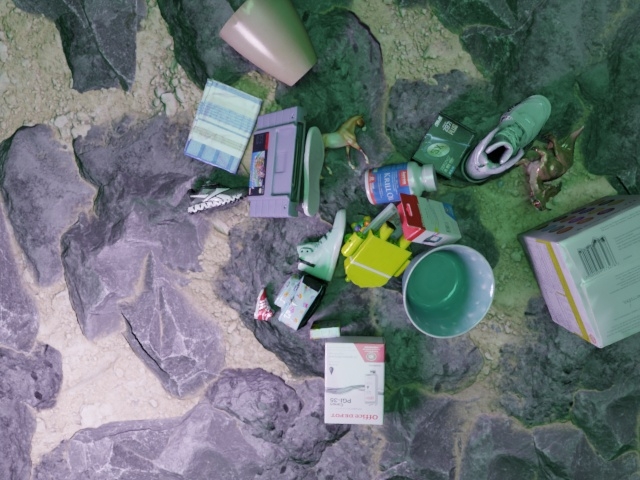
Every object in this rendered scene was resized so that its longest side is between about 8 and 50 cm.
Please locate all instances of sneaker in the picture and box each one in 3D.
[{"bbox_3d":[-0.075,-0.236,1.750,0.147,0.105,0.295,14,108,30],"label":"sneaker"},{"bbox_3d":[-0.191,0.226,1.846,0.067,0.042,0.118,13,101,6],"label":"sneaker"},{"bbox_3d":[0.000,0.000,1.798,0.151,0.094,0.255,16,93,5],"label":"sneaker"},{"bbox_3d":[0.621,-0.334,1.684,0.366,0.210,0.137,-44,90,4],"label":"sneaker"},{"bbox_3d":[-0.363,-0.168,1.817,0.235,0.078,0.106,-15,95,6],"label":"sneaker"}]

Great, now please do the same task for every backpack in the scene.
[{"bbox_3d":[-0.074,0.206,1.776,0.145,0.166,0.188,23,91,3],"label":"backpack"}]

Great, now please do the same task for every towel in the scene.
[{"bbox_3d":[-0.341,-0.399,1.826,0.209,0.034,0.284,21,96,0],"label":"towel"}]

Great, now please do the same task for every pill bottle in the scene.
[{"bbox_3d":[0.268,-0.194,1.730,0.222,0.124,0.124,-8,93,20],"label":"pill bottle"}]

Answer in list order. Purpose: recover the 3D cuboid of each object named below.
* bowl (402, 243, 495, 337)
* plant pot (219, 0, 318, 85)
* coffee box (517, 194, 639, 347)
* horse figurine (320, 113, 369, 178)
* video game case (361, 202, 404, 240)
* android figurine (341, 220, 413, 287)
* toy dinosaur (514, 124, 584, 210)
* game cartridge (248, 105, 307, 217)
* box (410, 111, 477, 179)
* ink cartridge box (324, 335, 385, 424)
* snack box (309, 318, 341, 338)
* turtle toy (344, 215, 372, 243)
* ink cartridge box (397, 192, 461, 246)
[{"bbox_3d":[0.395,0.146,1.726,0.312,0.163,0.311,-2,103,-10],"label":"bowl"},{"bbox_3d":[-0.143,-0.655,1.713,0.256,0.256,0.274,-43,105,5],"label":"plant pot"},{"bbox_3d":[0.883,0.076,1.629,0.338,0.334,0.338,-24,93,3],"label":"coffee box"},{"bbox_3d":[0.049,-0.316,1.792,0.264,0.066,0.174,-18,98,2],"label":"horse figurine"},{"bbox_3d":[0.224,-0.028,1.775,0.157,0.019,0.143,-45,125,-2],"label":"video game case"},{"bbox_3d":[0.188,0.058,1.755,0.248,0.056,0.272,21,122,-24],"label":"android figurine"},{"bbox_3d":[0.766,-0.240,1.727,0.296,0.127,0.200,-40,90,0],"label":"toy dinosaur"},{"bbox_3d":[-0.150,-0.252,1.733,0.230,0.068,0.354,3,87,44],"label":"game cartridge"},{"bbox_3d":[0.414,-0.316,1.764,0.147,0.077,0.180,31,95,2],"label":"box"},{"bbox_3d":[0.119,0.479,1.803,0.207,0.117,0.282,0,93,3],"label":"ink cartridge box"},{"bbox_3d":[0.019,0.302,1.788,0.100,0.141,0.037,-4,92,3],"label":"snack box"},{"bbox_3d":[0.142,-0.022,1.801,0.130,0.066,0.095,-27,91,4],"label":"turtle toy"},{"bbox_3d":[0.337,-0.064,1.701,0.231,0.078,0.134,11,55,-30],"label":"ink cartridge box"}]
